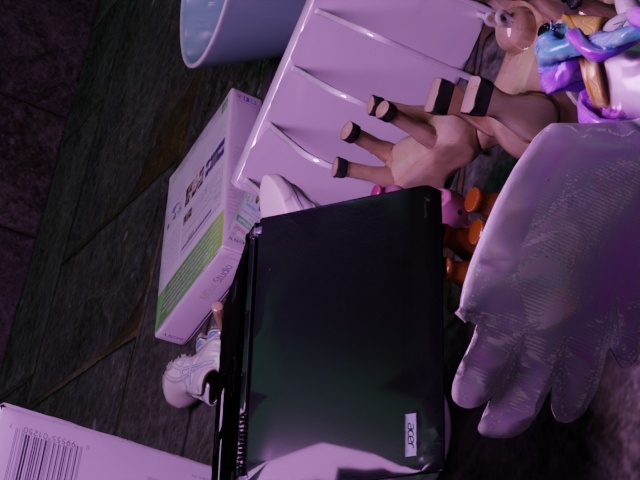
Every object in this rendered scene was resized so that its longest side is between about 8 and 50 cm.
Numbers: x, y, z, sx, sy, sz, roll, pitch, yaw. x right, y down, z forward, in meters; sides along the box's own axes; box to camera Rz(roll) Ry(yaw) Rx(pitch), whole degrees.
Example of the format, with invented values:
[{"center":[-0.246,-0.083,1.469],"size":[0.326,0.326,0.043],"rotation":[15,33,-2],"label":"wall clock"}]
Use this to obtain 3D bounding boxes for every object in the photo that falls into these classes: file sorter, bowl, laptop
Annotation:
[{"center":[0.067,-0.132,1.445],"size":[0.277,0.193,0.173],"rotation":[-66,25,9],"label":"file sorter"},{"center":[-0.082,-0.383,2.020],"size":[0.311,0.163,0.311],"rotation":[-171,90,-72],"label":"bowl"},{"center":[-0.002,0.109,1.134],"size":[0.264,0.137,0.234],"rotation":[113,162,-60],"label":"laptop"}]

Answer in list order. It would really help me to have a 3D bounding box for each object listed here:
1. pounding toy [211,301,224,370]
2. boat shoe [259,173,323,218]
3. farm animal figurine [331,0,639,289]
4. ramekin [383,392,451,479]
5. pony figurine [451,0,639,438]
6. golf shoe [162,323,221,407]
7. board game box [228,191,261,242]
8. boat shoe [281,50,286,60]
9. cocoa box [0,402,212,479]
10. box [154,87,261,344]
[{"center":[-0.066,0.162,1.549],"size":[0.269,0.155,0.154],"rotation":[-21,48,62],"label":"pounding toy"},{"center":[0.000,0.000,1.310],"size":[0.184,0.063,0.066],"rotation":[51,140,47],"label":"boat shoe"},{"center":[0.166,-0.091,1.179],"size":[0.326,0.172,0.330],"rotation":[-67,24,17],"label":"farm animal figurine"},{"center":[0.010,0.158,1.317],"size":[0.207,0.207,0.109],"rotation":[-64,13,16],"label":"ramekin"},{"center":[0.265,-0.028,0.822],"size":[0.363,0.303,0.351],"rotation":[-3,68,44],"label":"pony figurine"},{"center":[-0.160,0.188,1.882],"size":[0.176,0.069,0.086],"rotation":[-51,34,42],"label":"golf shoe"},{"center":[0.011,-0.112,1.689],"size":[0.303,0.097,0.224],"rotation":[-66,21,5],"label":"board game box"},{"center":[-0.017,-0.195,1.621],"size":[0.190,0.068,0.072],"rotation":[-54,15,34],"label":"boat shoe"},{"center":[-0.242,0.358,1.537],"size":[0.228,0.347,0.231],"rotation":[-41,35,52],"label":"cocoa box"},{"center":[-0.165,-0.036,2.104],"size":[0.232,0.058,0.322],"rotation":[-50,28,42],"label":"box"}]
